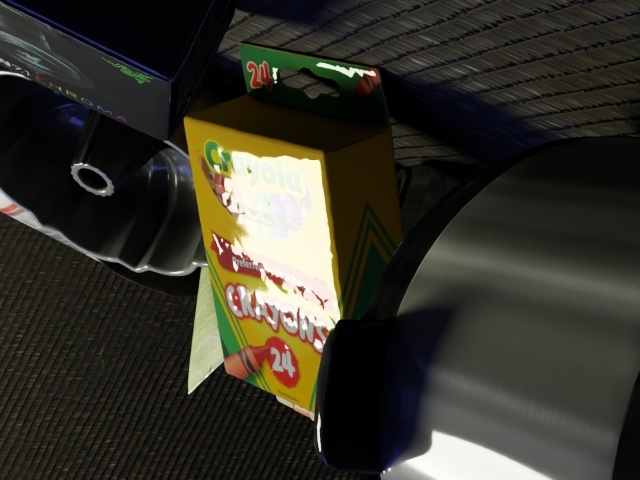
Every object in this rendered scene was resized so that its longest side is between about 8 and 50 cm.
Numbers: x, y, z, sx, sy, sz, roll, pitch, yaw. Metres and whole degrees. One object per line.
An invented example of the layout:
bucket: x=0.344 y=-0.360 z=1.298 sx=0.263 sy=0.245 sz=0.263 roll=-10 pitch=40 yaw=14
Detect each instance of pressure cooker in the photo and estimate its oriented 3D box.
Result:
pressure cooker: x=0.229 y=0.113 z=0.894 sx=0.370 sy=0.375 sz=0.420 roll=51 pitch=163 yaw=-23

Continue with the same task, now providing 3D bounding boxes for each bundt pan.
bundt pan: x=-0.223 y=-0.110 z=1.542 sx=0.330 sy=0.124 sz=0.331 roll=19 pitch=146 yaw=13

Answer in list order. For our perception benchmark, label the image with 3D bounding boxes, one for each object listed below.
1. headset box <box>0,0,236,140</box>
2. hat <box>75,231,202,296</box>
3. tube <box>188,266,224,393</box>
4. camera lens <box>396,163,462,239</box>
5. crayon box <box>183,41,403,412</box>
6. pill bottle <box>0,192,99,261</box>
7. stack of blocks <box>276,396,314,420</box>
headset box: x=-0.190 y=-0.200 z=1.021 sx=0.246 sy=0.131 sz=0.283 roll=26 pitch=173 yaw=-5
hat: x=-0.198 y=-0.083 z=1.776 sx=0.331 sy=0.134 sz=0.331 roll=35 pitch=-155 yaw=-19
tube: x=-0.109 y=0.060 z=1.569 sx=0.062 sy=0.240 sz=0.070 roll=-2 pitch=132 yaw=6
camera lens: x=0.150 y=0.067 z=1.399 sx=0.274 sy=0.219 sz=0.219 roll=27 pitch=173 yaw=-6
crayon box: x=-0.020 y=-0.006 z=1.245 sx=0.081 sy=0.319 sz=0.202 roll=-23 pitch=-154 yaw=-35
pill bottle: x=-0.309 y=-0.072 z=2.106 sx=0.363 sy=0.210 sz=0.210 roll=30 pitch=172 yaw=-33
stack of blocks: x=0.097 y=0.114 z=1.696 sx=0.171 sy=0.297 sz=0.087 roll=17 pitch=128 yaw=60
